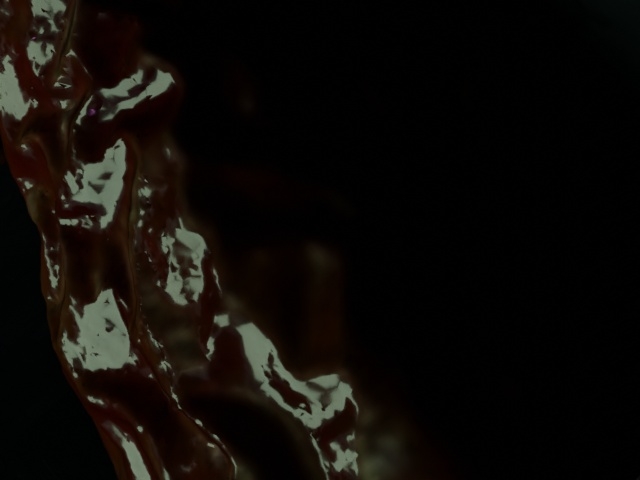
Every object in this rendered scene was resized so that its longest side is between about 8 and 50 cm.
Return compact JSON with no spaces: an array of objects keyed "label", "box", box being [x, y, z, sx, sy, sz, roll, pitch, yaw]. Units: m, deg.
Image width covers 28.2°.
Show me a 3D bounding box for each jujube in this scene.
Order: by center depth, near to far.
[{"label":"jujube","box":[0.000,0.000,0.445,0.342,0.216,0.216,64,172,-4]}]

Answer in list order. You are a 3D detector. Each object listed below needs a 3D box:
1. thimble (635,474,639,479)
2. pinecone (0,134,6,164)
[{"label":"thimble","box":[0.143,0.077,0.298,0.127,0.118,0.151,44,172,17]},{"label":"pinecone","box":[-0.130,-0.113,0.613,0.202,0.201,0.229,-4,100,50]}]
